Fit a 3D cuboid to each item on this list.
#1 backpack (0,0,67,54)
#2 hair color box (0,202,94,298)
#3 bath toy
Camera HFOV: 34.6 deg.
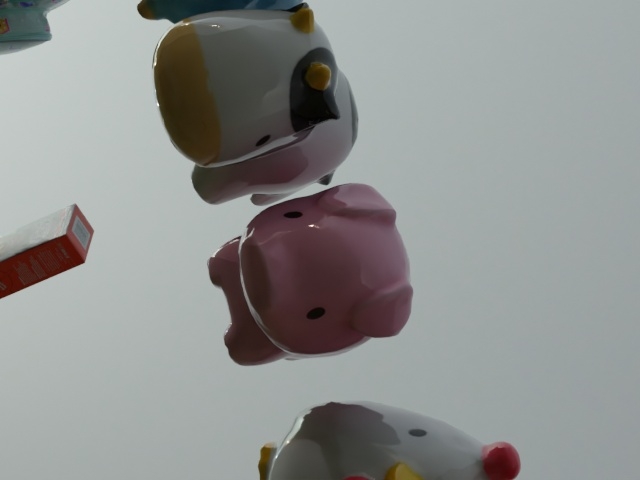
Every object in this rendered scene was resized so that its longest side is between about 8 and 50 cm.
[{"bbox_3d":[-0.339,-0.263,1.057,0.166,0.188,0.144,20,-51,66],"label":"backpack"},{"bbox_3d":[-0.324,0.017,1.129,0.072,0.141,0.043,-96,160,-59],"label":"hair color box"},{"bbox_3d":[0.000,0.000,0.511,0.129,0.151,0.348,-20,-100,29],"label":"bath toy"}]
